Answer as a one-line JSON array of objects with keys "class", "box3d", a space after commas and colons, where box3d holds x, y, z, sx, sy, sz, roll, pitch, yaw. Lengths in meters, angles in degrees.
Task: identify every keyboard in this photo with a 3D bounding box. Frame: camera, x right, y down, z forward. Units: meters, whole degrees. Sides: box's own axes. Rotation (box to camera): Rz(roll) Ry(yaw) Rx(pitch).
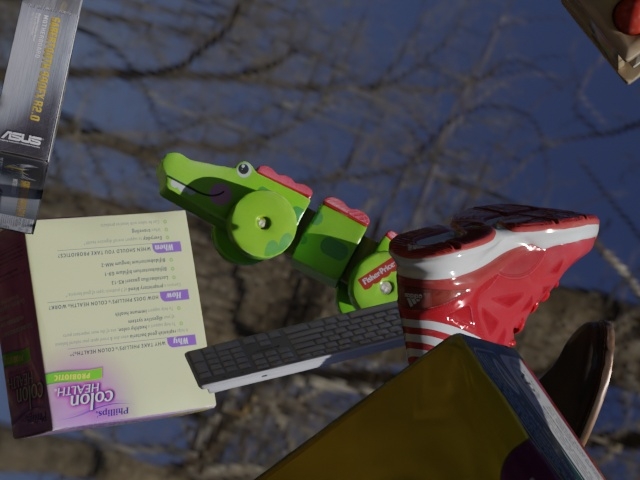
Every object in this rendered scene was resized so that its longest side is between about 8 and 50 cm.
[{"class": "keyboard", "box3d": [0.017, 0.079, 1.340, 0.072, 0.256, 0.014, -122, -158, -61]}]

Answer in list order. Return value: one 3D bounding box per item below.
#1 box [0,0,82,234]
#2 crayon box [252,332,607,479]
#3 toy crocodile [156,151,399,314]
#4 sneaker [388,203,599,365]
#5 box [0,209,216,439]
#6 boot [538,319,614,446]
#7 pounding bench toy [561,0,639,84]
[{"class": "box", "box3d": [-0.275, -0.125, 1.529, 0.231, 0.056, 0.183, 129, -28, -68]}, {"class": "crayon box", "box3d": [0.047, 0.277, 0.683, 0.313, 0.106, 0.363, -38, -110, 13]}, {"class": "toy crocodile", "box3d": [0.000, 0.000, 1.527, 0.105, 0.340, 0.115, -63, -176, -10]}, {"class": "sneaker", "box3d": [0.126, 0.046, 1.178, 0.087, 0.221, 0.128, 11, -74, 44]}, {"class": "box", "box3d": [-0.259, 0.097, 1.894, 0.117, 0.214, 0.243, -21, -103, 55]}, {"class": "boot", "box3d": [0.148, 0.147, 1.280, 0.082, 0.106, 0.219, -96, -151, -71]}, {"class": "pounding bench toy", "box3d": [0.133, -0.123, 0.725, 0.052, 0.083, 0.065, -37, 168, 6]}]
